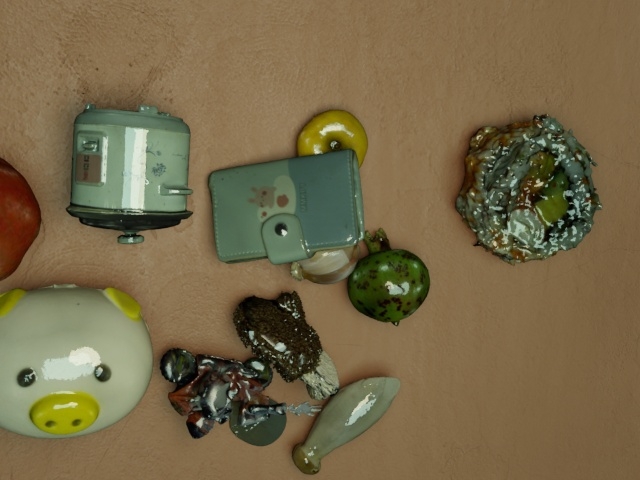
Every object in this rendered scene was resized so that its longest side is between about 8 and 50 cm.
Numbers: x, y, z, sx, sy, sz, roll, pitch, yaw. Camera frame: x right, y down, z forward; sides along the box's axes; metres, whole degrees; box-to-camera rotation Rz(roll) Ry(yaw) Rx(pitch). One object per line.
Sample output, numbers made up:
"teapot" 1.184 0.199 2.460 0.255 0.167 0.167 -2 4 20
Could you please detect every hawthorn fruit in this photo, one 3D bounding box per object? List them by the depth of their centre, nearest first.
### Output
"hawthorn fruit" -0.715 -0.056 1.361 0.294 0.311 0.295 4 78 -18

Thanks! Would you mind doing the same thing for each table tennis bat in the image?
"table tennis bat" -0.193 0.448 1.749 0.234 0.022 0.131 33 89 -21

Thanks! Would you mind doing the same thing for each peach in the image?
"peach" 0.030 -0.228 1.650 0.179 0.103 0.179 -5 108 -17

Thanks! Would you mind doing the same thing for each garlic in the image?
"garlic" 0.000 0.000 1.656 0.191 0.214 0.160 -20 148 -2

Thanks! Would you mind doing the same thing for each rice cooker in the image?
"rice cooker" -0.410 -0.140 1.460 0.316 0.264 0.317 2 95 24

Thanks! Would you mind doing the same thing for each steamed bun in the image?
"steamed bun" -0.553 0.260 1.461 0.373 0.334 0.334 -1 100 -21

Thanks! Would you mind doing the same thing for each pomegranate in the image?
"pomegranate" 0.164 0.086 1.701 0.210 0.211 0.263 -11 78 -14

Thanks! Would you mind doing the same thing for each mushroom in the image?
"mushroom" 0.065 0.470 1.774 0.350 0.128 0.128 -45 108 -1

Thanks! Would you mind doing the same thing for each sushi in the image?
"sushi" 0.554 -0.129 1.779 0.417 0.176 0.418 -3 100 -16

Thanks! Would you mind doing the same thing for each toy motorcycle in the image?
"toy motorcycle" -0.199 0.384 1.655 0.400 0.134 0.207 11 70 -23

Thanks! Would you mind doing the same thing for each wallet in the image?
"wallet" -0.082 -0.071 1.561 0.360 0.083 0.252 -9 75 11

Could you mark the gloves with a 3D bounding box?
"gloves" -0.077 0.247 1.660 0.135 0.210 0.312 -33 121 32
